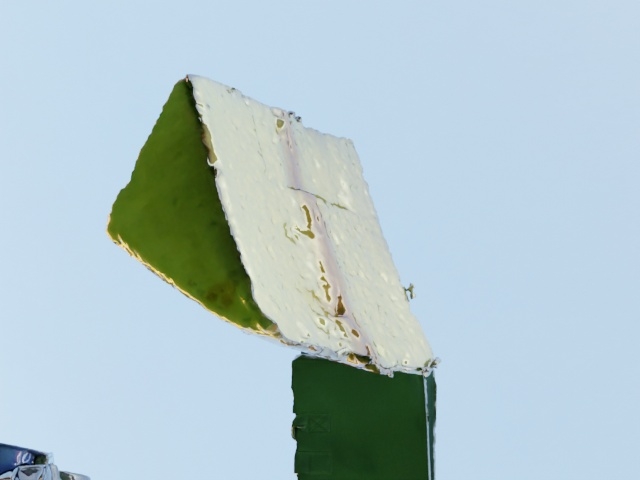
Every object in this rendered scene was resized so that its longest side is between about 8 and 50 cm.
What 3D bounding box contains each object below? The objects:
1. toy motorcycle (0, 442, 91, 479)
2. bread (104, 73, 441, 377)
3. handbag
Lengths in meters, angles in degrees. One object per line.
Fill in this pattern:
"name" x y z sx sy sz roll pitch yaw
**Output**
"toy motorcycle" -0.343 0.264 1.249 0.213 0.358 0.125 11 -106 -9
"bread" 0.000 0.000 0.838 0.178 0.240 0.135 32 -83 30
"handbag" 0.043 0.217 1.235 0.144 0.057 0.221 0 -81 10
